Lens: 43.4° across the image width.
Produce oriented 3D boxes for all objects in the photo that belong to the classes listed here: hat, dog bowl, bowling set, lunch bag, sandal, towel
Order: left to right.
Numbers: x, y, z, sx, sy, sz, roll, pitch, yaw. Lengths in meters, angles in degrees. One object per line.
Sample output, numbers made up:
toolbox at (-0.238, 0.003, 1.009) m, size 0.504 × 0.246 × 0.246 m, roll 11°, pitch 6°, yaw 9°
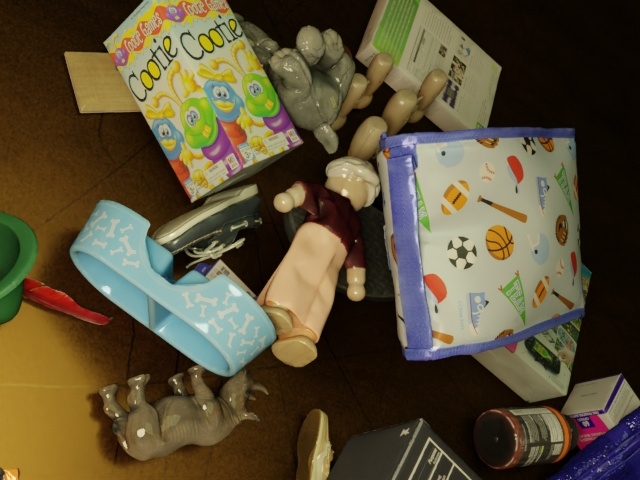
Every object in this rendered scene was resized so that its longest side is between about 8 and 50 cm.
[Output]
hat at (-0.406, 0.083, 0.992) m, size 0.209 × 0.183 × 0.173 m, roll 11°, pitch 47°, yaw 12°
dog bowl at (-0.198, 0.069, 1.042) m, size 0.297 × 0.166 × 0.074 m, roll 34°, pitch 64°, yaw 6°
bowling set at (0.077, -0.254, 1.459) m, size 0.200 × 0.154 × 0.287 m, roll 44°, pitch 49°, yaw 9°
sandal at (0.101, 0.043, 1.360) m, size 0.446 × 0.107 × 0.167 m, roll 19°, pitch 59°, yaw -37°
lunch bag at (0.226, -0.009, 1.233) m, size 0.386 × 0.239 × 0.327 m, roll -11°, pitch 95°, yaw -51°
towel at (0.585, 0.448, 1.476) m, size 0.308 × 0.076 × 0.227 m, roll -35°, pitch 97°, yaw -5°

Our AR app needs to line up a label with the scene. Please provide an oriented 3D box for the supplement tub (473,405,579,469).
supplement tub at (0.375, 0.350, 1.440) m, size 0.198 × 0.106 × 0.106 m, roll 7°, pitch 68°, yaw -37°

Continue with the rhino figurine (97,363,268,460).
rhino figurine at (-0.171, 0.227, 1.084) m, size 0.243 × 0.073 × 0.106 m, roll -4°, pitch 70°, yaw -40°

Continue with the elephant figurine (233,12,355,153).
elephant figurine at (-0.071, -0.266, 1.325) m, size 0.169 × 0.239 × 0.186 m, roll 42°, pitch 65°, yaw -42°

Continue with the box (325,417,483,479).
box at (0.121, 0.455, 1.085) m, size 0.294 × 0.183 × 0.296 m, roll 47°, pitch 50°, yaw -12°

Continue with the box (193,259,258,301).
box at (-0.140, 0.093, 1.194) m, size 0.136 × 0.028 × 0.081 m, roll 48°, pitch 50°, yaw -15°

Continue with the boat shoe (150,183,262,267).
boat shoe at (-0.155, -0.017, 1.163) m, size 0.254 × 0.095 × 0.079 m, roll -44°, pitch 118°, yaw -66°

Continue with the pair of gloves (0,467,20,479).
pair of gloves at (-0.384, 0.301, 0.926) m, size 0.074 × 0.010 × 0.083 m, roll 8°, pitch 66°, yaw -36°

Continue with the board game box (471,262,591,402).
board game box at (0.398, 0.123, 1.561) m, size 0.224 × 0.097 × 0.303 m, roll 40°, pitch 51°, yaw -19°

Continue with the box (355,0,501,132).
box at (0.232, -0.368, 1.663) m, size 0.322 × 0.058 × 0.232 m, roll 36°, pitch 53°, yaw -23°

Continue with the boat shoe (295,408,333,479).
boat shoe at (-0.005, 0.320, 1.194) m, size 0.045 × 0.050 × 0.135 m, roll 21°, pitch 70°, yaw -34°

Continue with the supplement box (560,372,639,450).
supplement box at (0.589, 0.390, 1.587) m, size 0.220 × 0.111 × 0.114 m, roll 53°, pitch 49°, yaw -8°

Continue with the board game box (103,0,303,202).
board game box at (-0.176, -0.222, 1.210) m, size 0.142 × 0.144 × 0.275 m, roll -30°, pitch 92°, yaw -47°

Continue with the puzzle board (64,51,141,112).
puzzle board at (-0.313, -0.237, 1.208) m, size 0.128 × 0.011 × 0.096 m, roll -9°, pitch 77°, yaw -41°

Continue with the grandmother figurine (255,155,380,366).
grandmother figurine at (0.000, 0.000, 1.164) m, size 0.207 × 0.104 × 0.342 m, roll 60°, pitch 42°, yaw -35°
